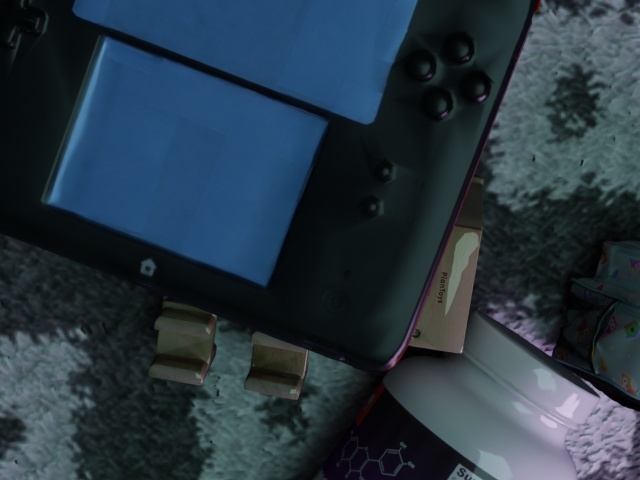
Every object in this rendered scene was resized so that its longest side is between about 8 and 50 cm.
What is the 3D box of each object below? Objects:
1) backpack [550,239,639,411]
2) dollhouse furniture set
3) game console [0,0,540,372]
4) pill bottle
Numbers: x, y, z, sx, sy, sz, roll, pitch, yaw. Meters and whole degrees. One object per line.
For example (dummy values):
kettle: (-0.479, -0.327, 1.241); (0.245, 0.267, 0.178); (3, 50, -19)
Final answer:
backpack: (0.301, 0.080, 1.456); (0.166, 0.188, 0.144); (12, 103, -20)
dollhouse furniture set: (0.000, 0.000, 1.391); (0.242, 0.161, 0.212); (9, 105, 3)
game console: (-0.068, -0.124, 1.259); (0.387, 0.060, 0.342); (21, 94, 3)
pill bottle: (0.082, 0.222, 1.438); (0.181, 0.181, 0.323); (32, 95, -23)
